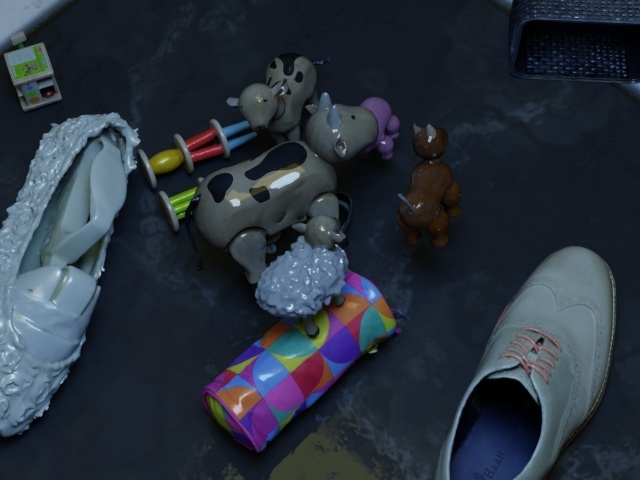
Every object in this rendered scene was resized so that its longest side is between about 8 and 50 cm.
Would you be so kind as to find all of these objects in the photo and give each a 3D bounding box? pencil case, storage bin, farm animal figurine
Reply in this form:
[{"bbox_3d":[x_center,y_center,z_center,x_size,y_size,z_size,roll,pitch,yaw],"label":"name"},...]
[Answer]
[{"bbox_3d":[-0.017,0.133,1.435,0.236,0.104,0.104,-37,67,-19],"label":"pencil case"},{"bbox_3d":[0.335,-0.272,1.651,0.180,0.122,0.084,3,61,2],"label":"storage bin"},{"bbox_3d":[-0.020,-0.090,1.464,0.327,0.172,0.330,-39,46,-19],"label":"farm animal figurine"}]

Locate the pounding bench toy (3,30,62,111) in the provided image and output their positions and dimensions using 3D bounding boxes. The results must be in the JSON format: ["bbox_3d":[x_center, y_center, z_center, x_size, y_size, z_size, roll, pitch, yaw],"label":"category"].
[{"bbox_3d":[-0.369,-0.217,1.654,0.052,0.065,0.083,-19,62,-9],"label":"pounding bench toy"}]

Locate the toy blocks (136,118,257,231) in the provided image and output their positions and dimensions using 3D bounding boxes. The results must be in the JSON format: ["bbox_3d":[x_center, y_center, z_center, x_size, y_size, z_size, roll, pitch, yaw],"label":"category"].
[{"bbox_3d":[-0.134,-0.088,1.586,0.148,0.054,0.123,-24,62,-13],"label":"toy blocks"}]

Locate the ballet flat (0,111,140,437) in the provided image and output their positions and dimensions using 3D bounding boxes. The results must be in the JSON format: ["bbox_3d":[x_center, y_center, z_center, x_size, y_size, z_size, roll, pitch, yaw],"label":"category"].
[{"bbox_3d":[-0.297,0.016,1.461,0.147,0.147,0.409,7,60,4],"label":"ballet flat"}]

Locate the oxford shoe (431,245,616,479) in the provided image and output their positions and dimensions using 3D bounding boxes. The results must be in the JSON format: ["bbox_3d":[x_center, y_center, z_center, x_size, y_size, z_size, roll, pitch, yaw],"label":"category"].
[{"bbox_3d":[0.232,0.152,1.391,0.140,0.146,0.397,19,61,14],"label":"oxford shoe"}]

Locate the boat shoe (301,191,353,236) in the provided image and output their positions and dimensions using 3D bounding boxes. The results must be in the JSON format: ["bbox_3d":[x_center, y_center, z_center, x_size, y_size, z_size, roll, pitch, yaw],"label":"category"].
[{"bbox_3d":[-0.002,-0.001,1.543,0.049,0.042,0.133,25,65,12],"label":"boat shoe"}]
